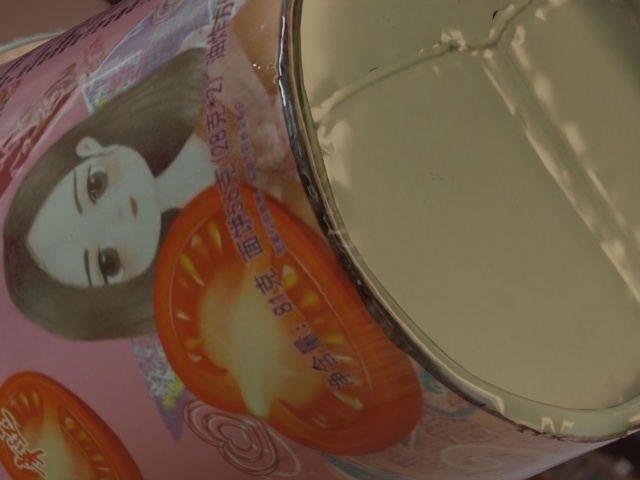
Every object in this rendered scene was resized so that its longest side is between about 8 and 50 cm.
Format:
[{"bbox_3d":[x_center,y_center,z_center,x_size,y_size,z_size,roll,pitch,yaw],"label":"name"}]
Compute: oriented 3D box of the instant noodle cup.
[{"bbox_3d":[0.000,0.000,0.677,0.243,0.243,0.231,50,140,-13],"label":"instant noodle cup"}]
